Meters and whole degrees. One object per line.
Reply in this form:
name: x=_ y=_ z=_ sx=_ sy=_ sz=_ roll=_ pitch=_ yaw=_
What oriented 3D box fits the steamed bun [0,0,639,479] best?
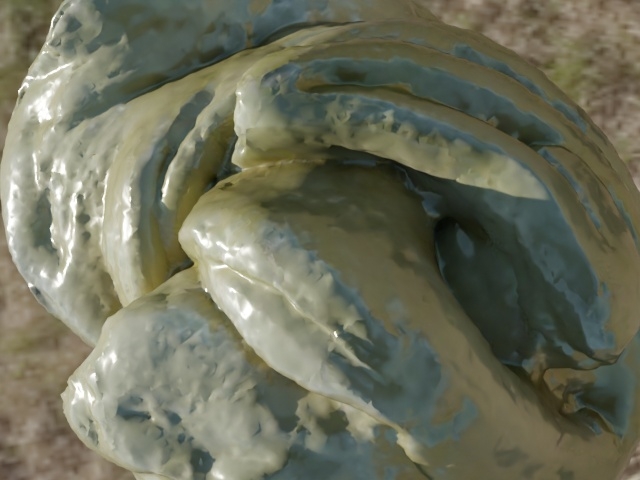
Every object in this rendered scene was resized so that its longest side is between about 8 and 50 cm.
steamed bun: x=0.006 y=0.001 z=0.899 sx=0.230 sy=0.325 sz=0.372 roll=91 pitch=159 yaw=-63
